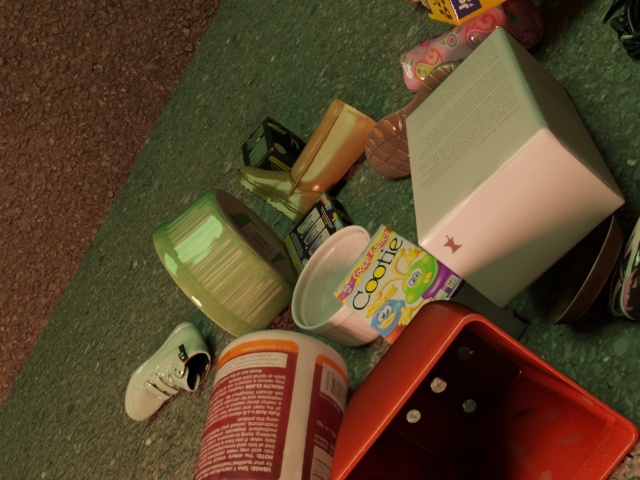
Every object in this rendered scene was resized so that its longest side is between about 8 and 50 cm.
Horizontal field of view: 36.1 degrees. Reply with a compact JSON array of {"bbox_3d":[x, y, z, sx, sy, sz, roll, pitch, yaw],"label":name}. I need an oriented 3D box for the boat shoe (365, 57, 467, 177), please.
[{"bbox_3d":[0.205,-0.225,1.831,0.116,0.123,0.324,-35,-3,-42],"label":"boat shoe"}]

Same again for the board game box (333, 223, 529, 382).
[{"bbox_3d":[0.159,0.100,1.489,0.142,0.144,0.275,-55,27,1],"label":"board game box"}]

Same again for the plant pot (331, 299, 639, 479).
[{"bbox_3d":[0.175,0.226,1.229,0.267,0.267,0.236,-53,15,6],"label":"plant pot"}]

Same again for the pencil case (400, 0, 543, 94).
[{"bbox_3d":[0.275,-0.356,1.832,0.284,0.124,0.124,-26,40,46],"label":"pencil case"}]

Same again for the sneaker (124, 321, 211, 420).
[{"bbox_3d":[-0.334,0.310,2.140,0.256,0.094,0.151,-55,30,6],"label":"sneaker"}]

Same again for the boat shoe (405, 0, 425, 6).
[{"bbox_3d":[0.258,-0.545,2.101,0.302,0.109,0.098,-147,51,-63],"label":"boat shoe"}]

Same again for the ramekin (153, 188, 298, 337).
[{"bbox_3d":[-0.172,0.039,1.952,0.148,0.303,0.303,-43,29,10],"label":"ramekin"}]

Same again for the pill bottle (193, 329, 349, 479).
[{"bbox_3d":[-0.082,0.356,1.524,0.224,0.224,0.392,-33,34,38],"label":"pill bottle"}]

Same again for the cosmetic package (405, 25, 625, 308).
[{"bbox_3d":[0.266,-0.127,1.458,0.230,0.161,0.453,-45,18,23],"label":"cosmetic package"}]

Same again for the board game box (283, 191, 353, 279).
[{"bbox_3d":[0.000,0.000,1.971,0.141,0.048,0.170,-50,28,15],"label":"board game box"}]

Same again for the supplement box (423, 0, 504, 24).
[{"bbox_3d":[0.328,-0.544,1.690,0.356,0.194,0.195,-29,18,0],"label":"supplement box"}]

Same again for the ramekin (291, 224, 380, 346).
[{"bbox_3d":[0.055,0.088,1.716,0.207,0.109,0.207,-39,32,30],"label":"ramekin"}]

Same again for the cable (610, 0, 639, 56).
[{"bbox_3d":[0.527,-0.362,1.492,0.184,0.047,0.150,-40,31,29],"label":"cable"}]

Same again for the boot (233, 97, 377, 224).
[{"bbox_3d":[-0.029,-0.186,2.110,0.236,0.089,0.269,34,93,23],"label":"boot"}]

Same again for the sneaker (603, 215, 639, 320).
[{"bbox_3d":[0.404,0.021,1.257,0.178,0.072,0.077,-61,16,-20],"label":"sneaker"}]

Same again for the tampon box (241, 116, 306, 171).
[{"bbox_3d":[-0.100,-0.185,2.260,0.101,0.120,0.161,-47,28,21],"label":"tampon box"}]

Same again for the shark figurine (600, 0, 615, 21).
[{"bbox_3d":[0.456,-0.438,1.540,0.166,0.116,0.278,-56,-2,18],"label":"shark figurine"}]

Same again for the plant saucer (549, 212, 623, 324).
[{"bbox_3d":[0.353,0.041,1.289,0.168,0.029,0.168,-62,-6,-11],"label":"plant saucer"}]
